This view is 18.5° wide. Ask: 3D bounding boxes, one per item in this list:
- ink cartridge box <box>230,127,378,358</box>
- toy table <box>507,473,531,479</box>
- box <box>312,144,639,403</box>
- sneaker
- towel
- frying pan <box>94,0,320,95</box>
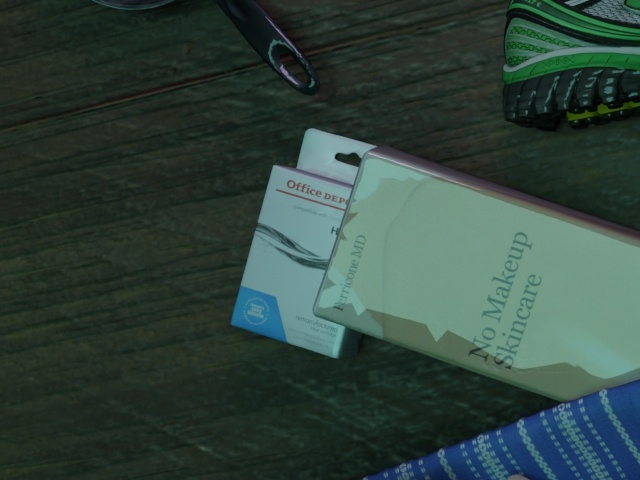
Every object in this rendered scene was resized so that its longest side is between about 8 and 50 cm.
[{"bbox_3d":[0.000,0.000,1.672,0.104,0.060,0.180,16,95,19],"label":"ink cartridge box"},{"bbox_3d":[0.230,0.277,1.425,0.252,0.161,0.274,38,123,-2],"label":"toy table"},{"bbox_3d":[0.165,0.039,1.550,0.311,0.121,0.148,17,96,7],"label":"box"},{"bbox_3d":[0.288,-0.184,1.515,0.343,0.134,0.146,-9,82,31],"label":"sneaker"},{"bbox_3d":[0.175,0.256,1.544,0.336,0.040,0.243,-24,107,27],"label":"towel"},{"bbox_3d":[-0.102,-0.275,1.718,0.326,0.053,0.197,25,98,16],"label":"frying pan"}]
